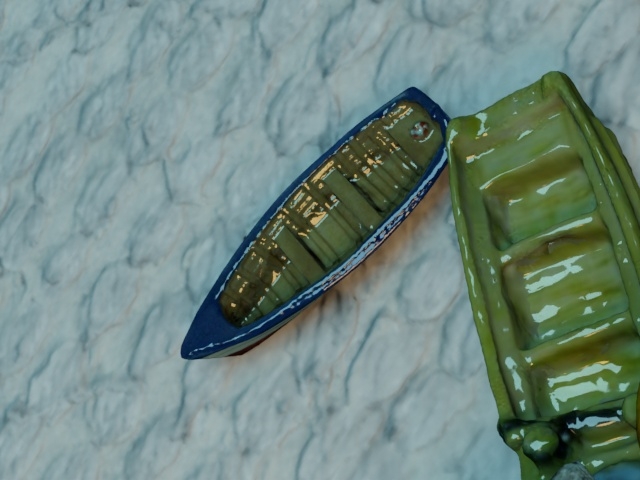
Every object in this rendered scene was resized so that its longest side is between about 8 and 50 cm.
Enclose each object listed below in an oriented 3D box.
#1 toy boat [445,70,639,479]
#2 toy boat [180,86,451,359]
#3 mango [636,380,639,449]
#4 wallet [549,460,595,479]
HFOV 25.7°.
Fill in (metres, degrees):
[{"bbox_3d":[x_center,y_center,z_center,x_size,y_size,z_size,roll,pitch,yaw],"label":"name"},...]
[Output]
[{"bbox_3d":[0.146,0.043,0.790,0.111,0.084,0.276,-23,60,22],"label":"toy boat"},{"bbox_3d":[0.000,0.000,0.898,0.229,0.046,0.080,-46,59,7],"label":"toy boat"},{"bbox_3d":[0.257,0.145,0.638,0.262,0.167,0.130,50,144,24],"label":"mango"},{"bbox_3d":[0.155,0.307,0.666,0.237,0.075,0.342,-49,63,26],"label":"wallet"}]
